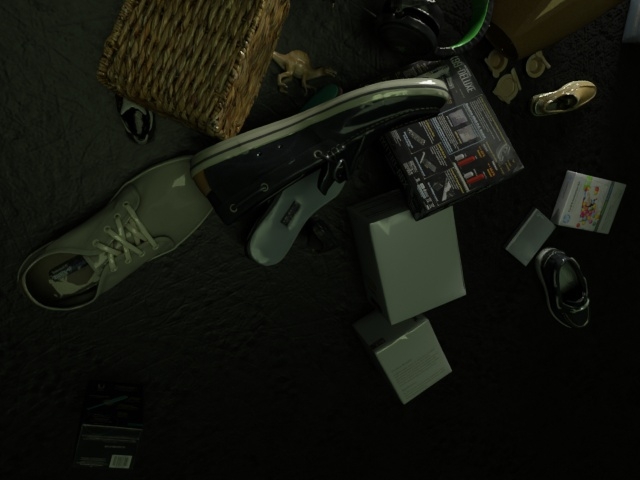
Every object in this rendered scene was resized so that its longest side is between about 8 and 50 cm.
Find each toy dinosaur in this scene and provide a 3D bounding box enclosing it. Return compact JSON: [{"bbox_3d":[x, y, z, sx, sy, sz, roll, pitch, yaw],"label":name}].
[{"bbox_3d":[-0.061,-0.350,1.077,0.183,0.053,0.093,18,84,-19],"label":"toy dinosaur"}]

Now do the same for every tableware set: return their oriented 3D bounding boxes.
[{"bbox_3d":[0.459,-0.420,1.242,0.168,0.020,0.141,-44,116,-1],"label":"tableware set"}]

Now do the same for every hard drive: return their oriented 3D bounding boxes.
[{"bbox_3d":[0.560,-0.009,1.415,0.094,0.022,0.135,34,94,-25],"label":"hard drive"}]

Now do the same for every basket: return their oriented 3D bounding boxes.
[{"bbox_3d":[-0.211,-0.354,0.940,0.223,0.213,0.299,23,94,1],"label":"basket"}]

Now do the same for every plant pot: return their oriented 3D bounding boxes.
[{"bbox_3d":[0.477,-0.516,1.116,0.254,0.237,0.237,-42,116,8],"label":"plant pot"}]

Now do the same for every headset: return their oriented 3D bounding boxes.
[{"bbox_3d":[0.177,-0.481,1.012,0.394,0.185,0.243,-7,98,-20],"label":"headset"}]

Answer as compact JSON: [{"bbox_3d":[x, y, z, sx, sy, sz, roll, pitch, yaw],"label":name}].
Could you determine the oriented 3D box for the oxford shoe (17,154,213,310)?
[{"bbox_3d":[-0.382,-0.006,1.029,0.449,0.130,0.169,-34,113,-8],"label":"oxford shoe"}]

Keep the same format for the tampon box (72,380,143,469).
[{"bbox_3d":[-0.447,0.388,1.119,0.120,0.161,0.101,13,103,-21],"label":"tampon box"}]

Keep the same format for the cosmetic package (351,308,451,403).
[{"bbox_3d":[0.200,0.267,1.310,0.151,0.151,0.184,-31,116,-8],"label":"cosmetic package"}]

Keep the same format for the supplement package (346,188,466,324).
[{"bbox_3d":[0.201,0.026,1.233,0.204,0.145,0.262,-20,113,-12],"label":"supplement package"}]

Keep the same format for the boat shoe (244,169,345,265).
[{"bbox_3d":[-0.055,-0.078,1.129,0.113,0.105,0.306,35,80,-20],"label":"boat shoe"}]

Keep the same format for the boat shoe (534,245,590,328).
[{"bbox_3d":[0.696,0.151,1.478,0.114,0.091,0.302,-41,116,-2],"label":"boat shoe"}]

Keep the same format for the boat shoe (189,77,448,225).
[{"bbox_3d":[0.007,-0.166,0.989,0.500,0.187,0.156,-21,90,0],"label":"boat shoe"}]

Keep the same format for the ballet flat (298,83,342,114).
[{"bbox_3d":[-0.029,-0.231,1.113,0.221,0.077,0.079,-44,134,4],"label":"ballet flat"}]

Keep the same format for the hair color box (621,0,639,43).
[{"bbox_3d":[0.905,-0.494,1.176,0.185,0.374,0.114,-3,109,-18],"label":"hair color box"}]

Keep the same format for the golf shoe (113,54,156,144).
[{"bbox_3d":[-0.343,-0.274,0.970,0.077,0.094,0.198,-16,111,-12],"label":"golf shoe"}]

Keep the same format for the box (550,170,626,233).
[{"bbox_3d":[0.729,-0.102,1.435,0.186,0.038,0.145,9,104,-21],"label":"box"}]

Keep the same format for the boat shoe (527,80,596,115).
[{"bbox_3d":[0.607,-0.342,1.291,0.190,0.072,0.068,-22,113,-11],"label":"boat shoe"}]

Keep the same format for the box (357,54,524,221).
[{"bbox_3d":[0.247,-0.230,1.120,0.242,0.076,0.307,-25,82,-11],"label":"box"}]

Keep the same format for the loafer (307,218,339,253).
[{"bbox_3d":[0.000,0.000,1.154,0.061,0.170,0.062,-32,74,1],"label":"loafer"}]
